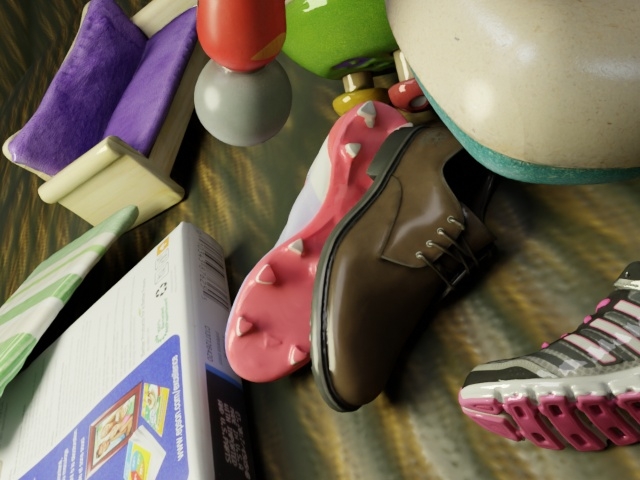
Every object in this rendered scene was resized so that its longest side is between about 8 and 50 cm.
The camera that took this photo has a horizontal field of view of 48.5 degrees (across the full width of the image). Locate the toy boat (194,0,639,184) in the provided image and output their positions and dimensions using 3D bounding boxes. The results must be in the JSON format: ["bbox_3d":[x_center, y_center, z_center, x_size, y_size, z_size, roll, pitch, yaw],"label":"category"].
[{"bbox_3d":[0.075,-0.129,0.469,0.318,0.148,0.268,-1,48,-6],"label":"toy boat"}]

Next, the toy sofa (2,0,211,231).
[{"bbox_3d":[-0.250,-0.202,0.945,0.150,0.177,0.363,-23,41,34],"label":"toy sofa"}]

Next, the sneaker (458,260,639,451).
[{"bbox_3d":[0.150,0.052,0.350,0.170,0.063,0.075,-20,43,28],"label":"sneaker"}]

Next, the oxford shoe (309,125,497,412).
[{"bbox_3d":[0.061,0.009,0.475,0.096,0.083,0.227,1,59,43],"label":"oxford shoe"}]

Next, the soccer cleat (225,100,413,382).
[{"bbox_3d":[0.000,0.000,0.571,0.248,0.083,0.095,-64,7,-13],"label":"soccer cleat"}]

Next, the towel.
[{"bbox_3d":[-0.347,0.111,0.798,0.247,0.038,0.325,-26,27,40],"label":"towel"}]

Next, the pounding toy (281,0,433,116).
[{"bbox_3d":[0.028,-0.155,0.633,0.236,0.110,0.183,-11,0,-3],"label":"pounding toy"}]

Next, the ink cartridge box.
[{"bbox_3d":[-0.194,0.175,0.612,0.307,0.072,0.304,-42,35,18],"label":"ink cartridge box"}]
